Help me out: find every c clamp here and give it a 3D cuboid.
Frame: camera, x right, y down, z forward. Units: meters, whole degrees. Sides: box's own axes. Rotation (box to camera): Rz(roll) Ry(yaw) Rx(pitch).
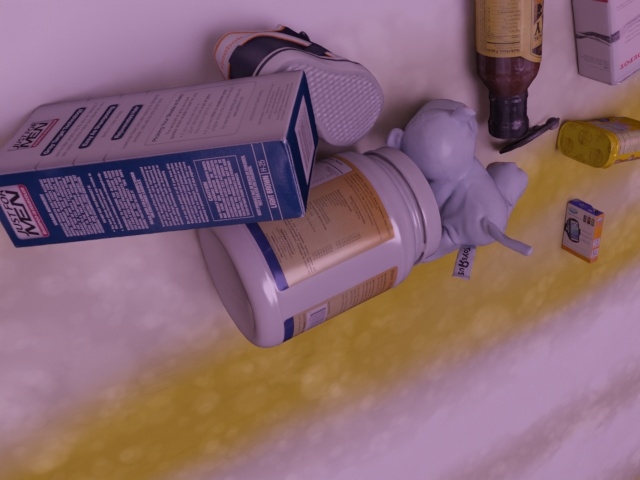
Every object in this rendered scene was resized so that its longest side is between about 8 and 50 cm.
[{"bbox_3d":[0.391,-0.199,1.293,0.137,0.160,0.022,-29,92,8],"label":"c clamp"}]

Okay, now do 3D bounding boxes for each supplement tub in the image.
[{"bbox_3d":[0.000,0.000,1.068,0.316,0.228,0.228,-24,126,-21],"label":"supplement tub"}]

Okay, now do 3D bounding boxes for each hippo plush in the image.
[{"bbox_3d":[0.193,-0.099,1.165,0.234,0.294,0.236,-25,110,28],"label":"hippo plush"}]

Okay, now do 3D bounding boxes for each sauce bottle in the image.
[{"bbox_3d":[0.311,-0.337,1.169,0.112,0.111,0.344,-25,128,-20],"label":"sauce bottle"}]

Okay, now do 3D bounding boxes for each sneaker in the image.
[{"bbox_3d":[-0.022,-0.227,1.009,0.126,0.127,0.321,-57,154,13],"label":"sneaker"}]

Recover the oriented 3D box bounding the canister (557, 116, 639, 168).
[{"bbox_3d":[0.582,-0.200,1.412,0.170,0.126,0.073,-11,120,-30],"label":"canister"}]

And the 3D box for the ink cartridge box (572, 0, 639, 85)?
[{"bbox_3d":[0.553,-0.420,1.292,0.159,0.092,0.217,-33,127,-14],"label":"ink cartridge box"}]

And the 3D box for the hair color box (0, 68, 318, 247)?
[{"bbox_3d":[-0.186,-0.096,0.820,0.348,0.173,0.105,-5,126,10],"label":"hair color box"}]

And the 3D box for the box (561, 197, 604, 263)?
[{"bbox_3d":[0.568,-0.026,1.526,0.028,0.081,0.136,-18,124,-25],"label":"box"}]
